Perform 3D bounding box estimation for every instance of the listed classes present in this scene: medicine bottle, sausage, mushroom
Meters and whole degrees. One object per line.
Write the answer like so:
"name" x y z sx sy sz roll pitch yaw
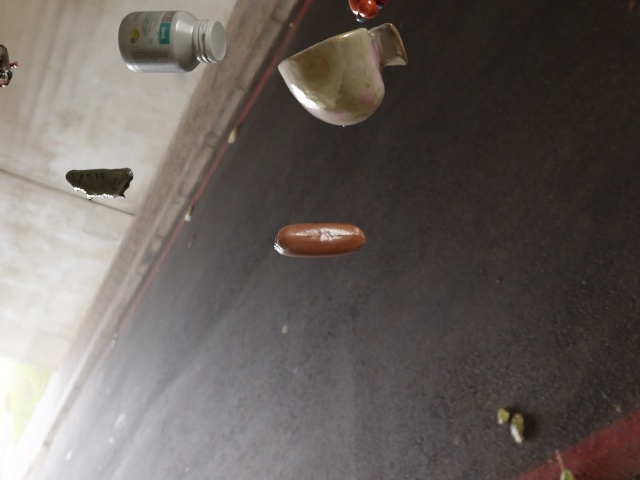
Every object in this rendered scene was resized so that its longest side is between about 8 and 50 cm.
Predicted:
"medicine bottle" -0.326 -0.442 1.663 0.135 0.215 0.135 3 -90 -74
"sausage" 0.000 0.000 1.546 0.077 0.194 0.077 177 90 -73
"mushroom" 0.051 -0.293 1.379 0.236 0.162 0.173 -20 10 9

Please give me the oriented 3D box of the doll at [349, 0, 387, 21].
"doll" 0.157 -0.782 2.374 0.161 0.130 0.290 -56 15 24

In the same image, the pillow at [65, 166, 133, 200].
"pillow" -0.610 -0.156 2.081 0.051 0.241 0.093 -48 -48 -54

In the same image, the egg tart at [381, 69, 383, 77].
"egg tart" 0.082 -0.426 2.010 0.078 0.197 0.197 60 147 5

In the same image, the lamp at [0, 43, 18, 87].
"lamp" -0.778 -0.347 1.590 0.253 0.118 0.118 -12 50 21
